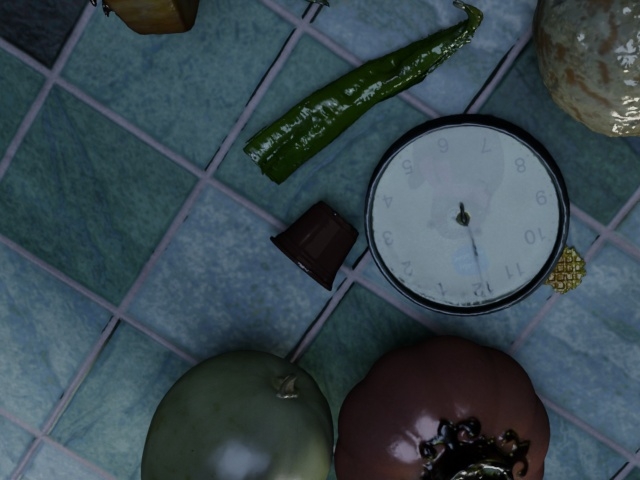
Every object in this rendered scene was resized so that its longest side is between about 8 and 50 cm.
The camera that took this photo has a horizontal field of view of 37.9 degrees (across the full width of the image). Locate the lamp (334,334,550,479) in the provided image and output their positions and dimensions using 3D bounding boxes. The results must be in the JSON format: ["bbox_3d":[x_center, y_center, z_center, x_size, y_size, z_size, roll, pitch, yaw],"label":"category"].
[{"bbox_3d":[0.170,0.283,1.252,0.305,0.239,0.305,-5,110,-13],"label":"lamp"}]

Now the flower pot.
[{"bbox_3d":[0.000,0.000,1.274,0.111,0.111,0.089,40,91,-7],"label":"flower pot"}]

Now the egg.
[{"bbox_3d":[0.356,-0.241,1.110,0.203,0.203,0.245,-23,93,12],"label":"egg"}]

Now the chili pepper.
[{"bbox_3d":[0.055,-0.196,1.214,0.359,0.076,0.085,-34,128,18],"label":"chili pepper"}]

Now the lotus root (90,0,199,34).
[{"bbox_3d":[-0.198,-0.413,1.014,0.111,0.390,0.375,0,116,6],"label":"lotus root"}]

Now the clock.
[{"bbox_3d":[0.194,-0.030,1.253,0.280,0.055,0.281,2,104,8],"label":"clock"}]

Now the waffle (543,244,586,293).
[{"bbox_3d":[0.324,0.038,1.291,0.085,0.016,0.078,28,108,-4],"label":"waffle"}]

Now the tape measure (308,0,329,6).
[{"bbox_3d":[-0.050,-0.406,1.142,0.175,0.106,0.200,13,106,-2],"label":"tape measure"}]

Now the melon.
[{"bbox_3d":[-0.117,0.289,1.288,0.308,0.272,0.272,-40,100,9],"label":"melon"}]
